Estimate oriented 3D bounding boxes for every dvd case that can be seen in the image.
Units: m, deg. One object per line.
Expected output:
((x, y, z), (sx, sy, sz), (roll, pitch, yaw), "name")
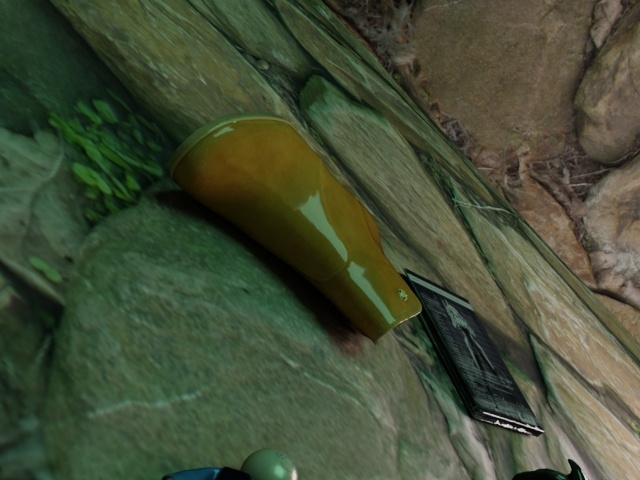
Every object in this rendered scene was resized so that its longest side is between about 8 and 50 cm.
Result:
((0.191, 0.143, 0.966), (0.164, 0.018, 0.221), (26, 30, -44), "dvd case")

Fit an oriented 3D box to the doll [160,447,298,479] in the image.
((-0.041, 0.172, 0.396), (0.129, 0.046, 0.189), (37, 15, -5), "doll")

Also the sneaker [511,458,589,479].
((0.276, 0.278, 0.792), (0.227, 0.087, 0.130), (-8, 65, -60), "sneaker")

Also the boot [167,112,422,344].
((0.000, 0.001, 0.710), (0.211, 0.104, 0.295), (55, 17, 19), "boot")
